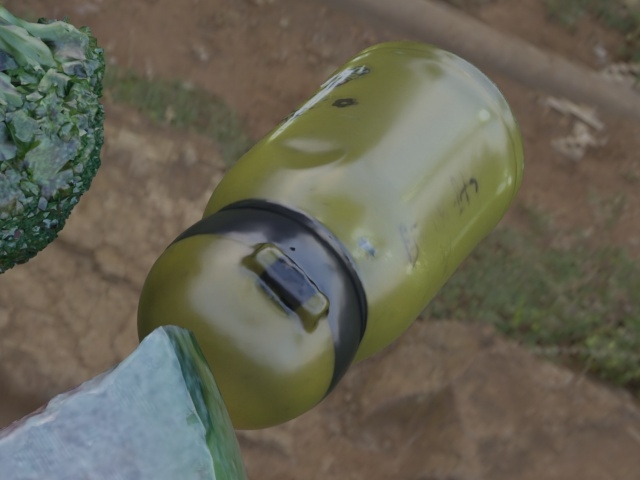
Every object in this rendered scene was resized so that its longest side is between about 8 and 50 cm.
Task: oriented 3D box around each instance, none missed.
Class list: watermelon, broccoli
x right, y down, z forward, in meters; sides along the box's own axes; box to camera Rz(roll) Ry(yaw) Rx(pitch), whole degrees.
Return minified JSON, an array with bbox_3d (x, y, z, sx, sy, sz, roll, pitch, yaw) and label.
[{"bbox_3d":[-0.071,0.065,0.370,0.158,0.098,0.121,12,67,7],"label":"watermelon"},{"bbox_3d":[-0.280,-0.075,1.125,0.308,0.275,0.307,-5,42,4],"label":"broccoli"}]

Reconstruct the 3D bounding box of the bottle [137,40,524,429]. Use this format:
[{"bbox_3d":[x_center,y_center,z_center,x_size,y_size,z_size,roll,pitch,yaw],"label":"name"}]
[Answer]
[{"bbox_3d":[0.000,0.000,1.237,0.171,0.171,0.351,38,40,7],"label":"bottle"}]
